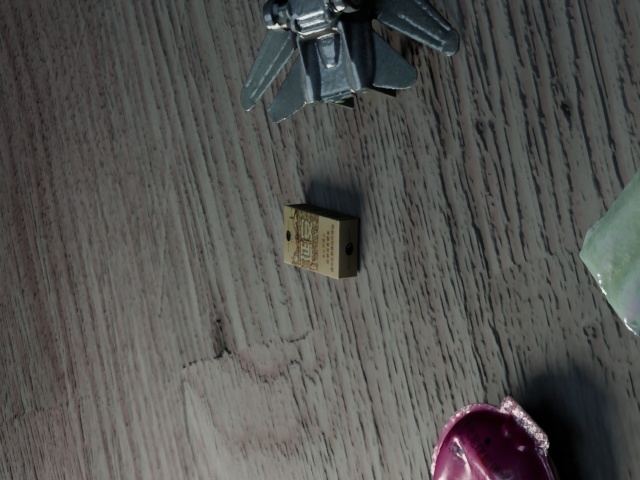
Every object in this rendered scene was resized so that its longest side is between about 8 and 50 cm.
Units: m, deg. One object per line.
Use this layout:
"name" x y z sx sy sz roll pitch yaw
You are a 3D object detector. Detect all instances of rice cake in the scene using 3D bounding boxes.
"rice cake" 0.251 -0.032 1.314 0.085 0.040 0.226 58 138 30

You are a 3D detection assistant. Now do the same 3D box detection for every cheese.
"cheese" 0.128 0.228 1.518 0.155 0.062 0.244 47 133 40

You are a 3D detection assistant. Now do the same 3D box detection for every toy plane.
"toy plane" 0.003 -0.239 1.579 0.212 0.088 0.267 -12 84 32

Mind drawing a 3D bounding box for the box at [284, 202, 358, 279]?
"box" 0.000 0.000 1.684 0.083 0.024 0.053 14 108 51
